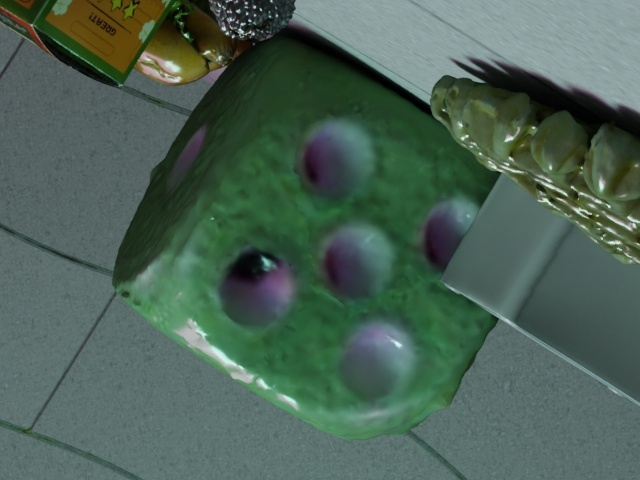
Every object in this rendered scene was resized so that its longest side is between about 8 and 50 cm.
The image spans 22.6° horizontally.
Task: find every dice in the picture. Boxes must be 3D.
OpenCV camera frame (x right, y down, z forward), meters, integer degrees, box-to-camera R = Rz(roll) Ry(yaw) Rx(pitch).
[{"bbox_3d":[0.000,0.000,1.623,0.330,0.318,0.322,32,-179,-17],"label":"dice"}]

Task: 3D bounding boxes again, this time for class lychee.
[{"bbox_3d":[-0.052,-0.178,1.158,0.067,0.068,0.083,37,158,33],"label":"lychee"}]

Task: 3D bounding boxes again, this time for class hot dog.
[{"bbox_3d":[-0.215,-0.260,1.607,0.337,0.100,0.135,31,-151,19],"label":"hot dog"}]

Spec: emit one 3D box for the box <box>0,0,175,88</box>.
[{"bbox_3d":[-0.254,-0.260,1.456,0.195,0.148,0.177,32,179,22],"label":"box"}]

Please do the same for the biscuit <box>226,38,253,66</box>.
[{"bbox_3d":[-0.162,-0.265,1.878,0.226,0.042,0.226,33,179,1],"label":"biscuit"}]

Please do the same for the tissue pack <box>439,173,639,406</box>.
[{"bbox_3d":[0.257,0.052,1.454,0.246,0.136,0.159,32,180,-23],"label":"tissue pack"}]

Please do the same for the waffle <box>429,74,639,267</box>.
[{"bbox_3d":[0.217,-0.018,1.075,0.292,0.056,0.309,32,179,-23],"label":"waffle"}]
